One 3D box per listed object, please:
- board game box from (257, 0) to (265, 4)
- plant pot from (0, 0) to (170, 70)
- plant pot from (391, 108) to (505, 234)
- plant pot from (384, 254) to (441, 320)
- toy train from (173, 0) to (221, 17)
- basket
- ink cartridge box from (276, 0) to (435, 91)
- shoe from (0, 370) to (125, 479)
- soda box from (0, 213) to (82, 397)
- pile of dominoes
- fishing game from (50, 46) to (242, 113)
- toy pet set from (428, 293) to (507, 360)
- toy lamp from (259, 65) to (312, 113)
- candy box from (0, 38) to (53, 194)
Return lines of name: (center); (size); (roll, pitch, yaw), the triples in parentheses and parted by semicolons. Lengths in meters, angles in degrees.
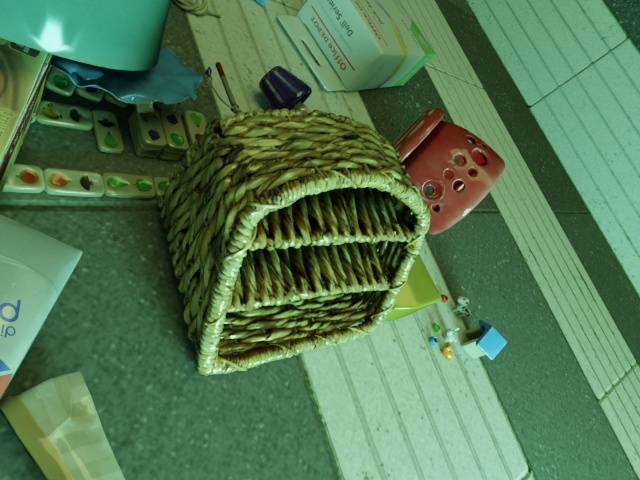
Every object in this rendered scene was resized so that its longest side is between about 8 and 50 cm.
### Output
board game box: (-0.184, -0.579, 0.892); (0.211, 0.039, 0.160); (26, 48, -27)
plant pot: (-0.261, -0.337, 0.419); (0.292, 0.235, 0.293); (25, 24, -12)
plant pot: (0.213, -0.136, 0.851); (0.174, 0.191, 0.191); (44, 41, -3)
plant pot: (0.116, 0.078, 0.695); (0.083, 0.081, 0.081); (-16, 74, -39)
toy train: (-0.225, -0.432, 0.670); (0.248, 0.143, 0.105); (2, 63, -43)
basket: (0.000, 0.000, 0.533); (0.299, 0.213, 0.223); (0, 63, -43)
ink cartridge box: (0.092, -0.452, 1.003); (0.353, 0.119, 0.207); (-29, 85, -49)
shoe: (-0.162, 0.201, 0.346); (0.058, 0.076, 0.219); (-28, 82, -44)
soda box: (-0.269, 0.116, 0.289); (0.091, 0.098, 0.286); (31, 45, -25)
pile of dominoes: (-0.252, -0.143, 0.527); (0.251, 0.040, 0.196); (-1, 64, -44)
fishing game: (-0.234, -0.205, 0.548); (0.264, 0.041, 0.189); (4, 41, -31)
toy pet set: (0.258, 0.155, 0.784); (0.114, 0.065, 0.122); (44, 42, -11)
toy lamp: (0.006, -0.169, 0.759); (0.275, 0.080, 0.080); (48, 41, -8)
candy box: (-0.401, -0.133, 0.333); (0.316, 0.087, 0.183); (19, 52, -31)
